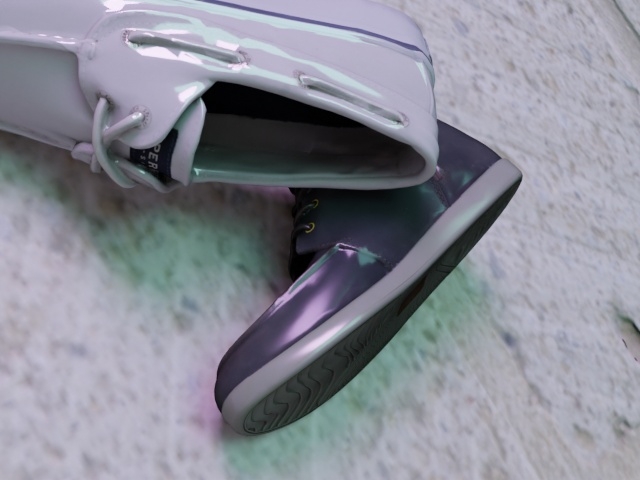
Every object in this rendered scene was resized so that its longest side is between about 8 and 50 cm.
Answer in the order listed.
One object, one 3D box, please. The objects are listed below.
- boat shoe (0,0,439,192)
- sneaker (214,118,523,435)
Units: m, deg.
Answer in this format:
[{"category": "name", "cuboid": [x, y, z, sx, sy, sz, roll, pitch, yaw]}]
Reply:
[{"category": "boat shoe", "cuboid": [-0.071, -0.064, 0.401, 0.268, 0.096, 0.088, 5, 56, -20]}, {"category": "sneaker", "cuboid": [0.000, 0.000, 0.469, 0.118, 0.083, 0.222, 39, 55, 16]}]
